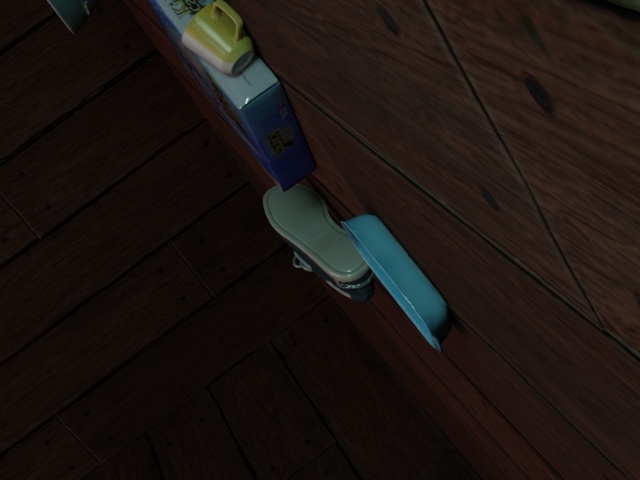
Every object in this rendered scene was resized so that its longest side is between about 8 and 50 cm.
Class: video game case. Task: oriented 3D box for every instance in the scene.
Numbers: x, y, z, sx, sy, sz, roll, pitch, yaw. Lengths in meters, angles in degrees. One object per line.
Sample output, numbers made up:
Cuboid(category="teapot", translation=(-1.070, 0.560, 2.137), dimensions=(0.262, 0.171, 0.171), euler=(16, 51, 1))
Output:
Cuboid(category="video game case", translation=(-0.116, -0.206, 1.359), dimensions=(0.244, 0.061, 0.269), euler=(51, 176, 20))

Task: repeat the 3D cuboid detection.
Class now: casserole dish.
Cuboid(category="casserole dish", translation=(0.090, 0.041, 1.230), dimensions=(0.188, 0.037, 0.114), euler=(51, 176, 23))

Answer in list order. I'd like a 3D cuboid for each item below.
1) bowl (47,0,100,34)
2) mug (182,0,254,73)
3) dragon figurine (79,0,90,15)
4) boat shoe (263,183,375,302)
Cuboid(category="bowl", translation=(-0.437, -0.513, 1.817), dimensions=(0.312, 0.163, 0.311), euler=(53, 177, 3))
Cuboid(category="mug", translation=(-0.106, -0.213, 1.179), dimensions=(0.064, 0.062, 0.078), euler=(45, -178, 10))
Cuboid(category="dragon figurine", translation=(-0.295, -0.350, 1.410), dimensions=(0.085, 0.144, 0.289), euler=(54, -168, -41))
Cuboid(category="boat shoe", translation=(0.000, 0.000, 1.622), dimensions=(0.254, 0.095, 0.079), euler=(39, 156, 42))
